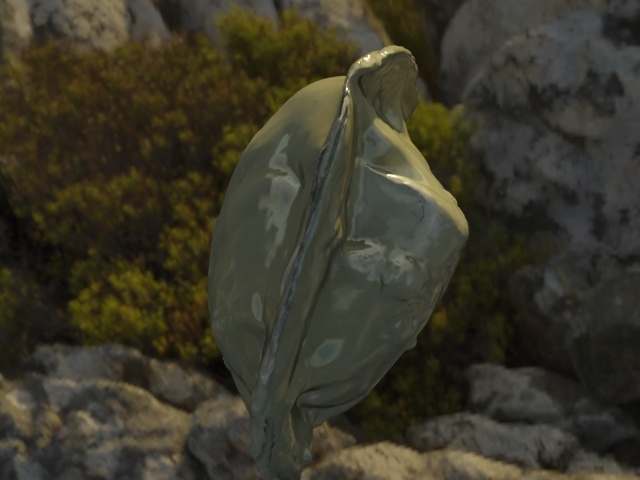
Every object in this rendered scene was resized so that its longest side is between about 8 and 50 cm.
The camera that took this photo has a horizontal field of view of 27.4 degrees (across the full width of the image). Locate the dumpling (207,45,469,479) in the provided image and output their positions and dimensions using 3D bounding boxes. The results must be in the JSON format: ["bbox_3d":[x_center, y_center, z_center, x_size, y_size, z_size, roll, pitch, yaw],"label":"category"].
[{"bbox_3d":[0.000,0.000,1.109,0.233,0.315,0.395,16,69,13],"label":"dumpling"}]
